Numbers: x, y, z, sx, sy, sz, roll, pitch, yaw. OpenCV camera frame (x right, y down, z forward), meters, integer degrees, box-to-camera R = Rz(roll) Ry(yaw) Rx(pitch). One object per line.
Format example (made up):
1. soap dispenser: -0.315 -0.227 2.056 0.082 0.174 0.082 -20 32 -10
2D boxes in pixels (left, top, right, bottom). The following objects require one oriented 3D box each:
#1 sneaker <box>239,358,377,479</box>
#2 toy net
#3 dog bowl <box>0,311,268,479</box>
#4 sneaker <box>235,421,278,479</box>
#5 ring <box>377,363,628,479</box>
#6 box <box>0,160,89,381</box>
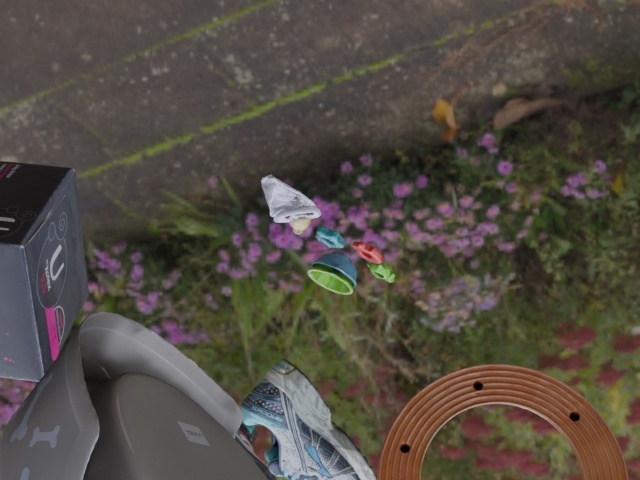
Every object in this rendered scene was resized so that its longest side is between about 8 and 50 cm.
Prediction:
1. sneaker: -0.016 0.314 1.444 0.122 0.283 0.110 -38 -168 -10
2. toy net: 0.000 0.000 1.256 0.122 0.045 0.232 11 155 42
3. dog bowl: -0.100 0.219 0.750 0.102 0.348 0.349 -40 145 3
4. sneaker: -0.166 0.480 2.095 0.124 0.295 0.178 -37 178 3
5. ring: 0.246 0.331 1.340 0.337 0.336 0.032 -7 153 2
6. box: -0.381 0.019 0.949 0.271 0.143 0.165 5 125 5
